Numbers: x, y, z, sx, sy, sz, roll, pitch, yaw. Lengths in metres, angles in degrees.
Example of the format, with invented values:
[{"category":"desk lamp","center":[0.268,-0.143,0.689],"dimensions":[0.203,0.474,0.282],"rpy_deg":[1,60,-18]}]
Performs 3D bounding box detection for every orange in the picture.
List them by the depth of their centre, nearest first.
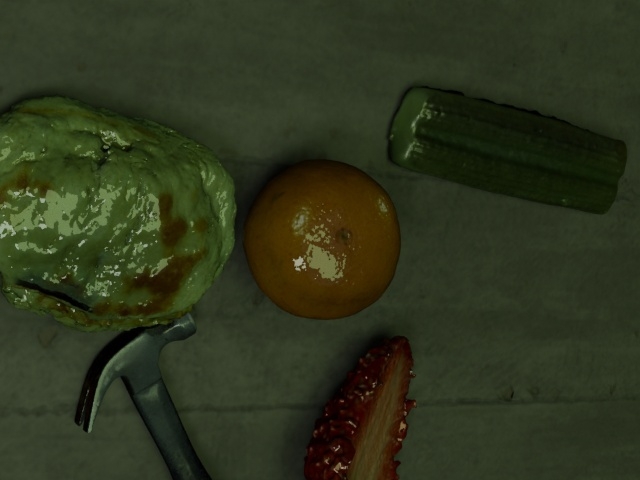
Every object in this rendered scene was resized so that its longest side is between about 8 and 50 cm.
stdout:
[{"category":"orange","center":[0.000,0.000,1.162],"dimensions":[0.156,0.124,0.156],"rpy_deg":[2,84,-23]}]

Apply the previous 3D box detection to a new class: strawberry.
[{"category":"strawberry","center":[0.041,0.209,1.266],"dimensions":[0.167,0.087,0.208],"rpy_deg":[60,41,-47]}]

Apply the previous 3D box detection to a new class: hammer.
[{"category":"hammer","center":[-0.138,0.218,1.171],"dimensions":[0.137,0.037,0.290],"rpy_deg":[-30,114,-24]}]

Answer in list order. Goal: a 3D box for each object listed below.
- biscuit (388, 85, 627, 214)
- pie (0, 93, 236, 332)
[{"category":"biscuit","center":[0.213,-0.097,1.322],"dimensions":[0.322,0.038,0.099],"rpy_deg":[11,97,-33]},{"category":"pie","center":[-0.189,-0.012,1.062],"dimensions":[0.248,0.090,0.201],"rpy_deg":[15,94,-29]}]
